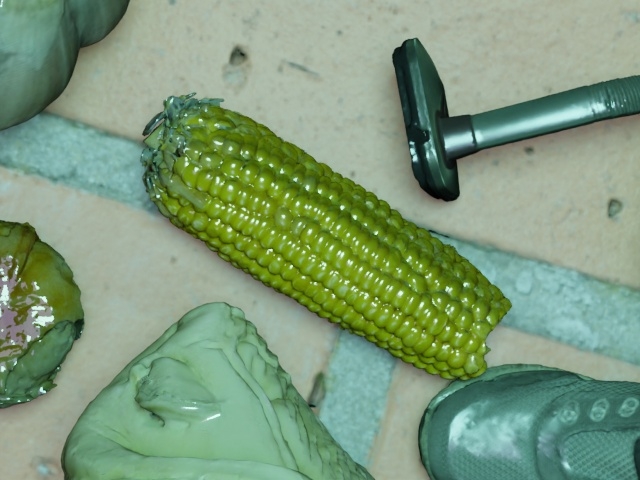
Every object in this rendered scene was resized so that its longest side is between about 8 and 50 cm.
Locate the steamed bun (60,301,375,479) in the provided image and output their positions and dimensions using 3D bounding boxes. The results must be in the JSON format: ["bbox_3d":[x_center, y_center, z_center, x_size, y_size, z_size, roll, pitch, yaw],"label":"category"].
[{"bbox_3d":[-0.058,0.255,1.091,0.237,0.346,0.394,-35,72,4],"label":"steamed bun"}]

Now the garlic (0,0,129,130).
[{"bbox_3d":[-0.251,-0.211,1.151,0.210,0.292,0.237,-47,121,-28],"label":"garlic"}]

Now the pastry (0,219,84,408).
[{"bbox_3d":[-0.257,0.056,1.217,0.153,0.081,0.153,-1,84,7],"label":"pastry"}]

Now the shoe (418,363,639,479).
[{"bbox_3d":[0.244,0.164,1.179,0.336,0.171,0.132,2,90,-2],"label":"shoe"}]

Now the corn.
[{"bbox_3d":[0.000,0.000,1.208,0.318,0.115,0.115,32,89,-1],"label":"corn"}]

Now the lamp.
[{"bbox_3d":[0.187,-0.151,1.212,0.283,0.124,0.203,-12,79,-4],"label":"lamp"}]
